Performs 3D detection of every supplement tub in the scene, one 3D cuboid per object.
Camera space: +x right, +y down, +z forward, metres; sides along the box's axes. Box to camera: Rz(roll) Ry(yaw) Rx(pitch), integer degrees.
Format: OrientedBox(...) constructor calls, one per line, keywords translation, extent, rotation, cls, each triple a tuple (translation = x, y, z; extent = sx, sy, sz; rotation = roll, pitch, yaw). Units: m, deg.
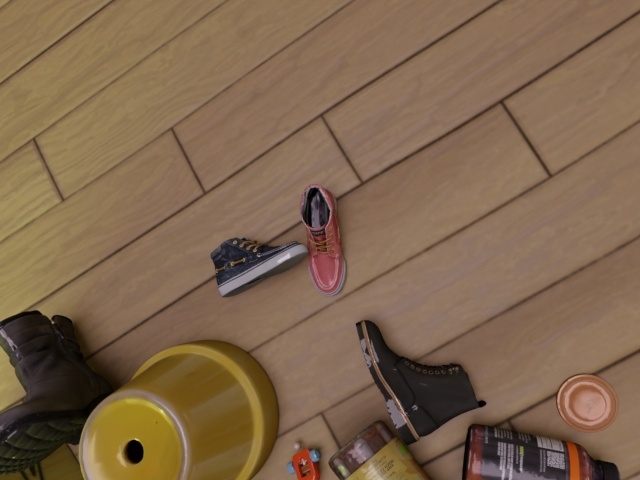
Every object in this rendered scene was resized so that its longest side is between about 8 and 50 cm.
OrientedBox(translation=(0.301, 0.326, 0.773), extent=(0.197, 0.106, 0.106), rotation=(8, 87, 14), cls="supplement tub")

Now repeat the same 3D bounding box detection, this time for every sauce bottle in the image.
OrientedBox(translation=(0.153, 0.421, 0.776), extent=(0.111, 0.111, 0.344), rotation=(-42, 72, 7), cls="sauce bottle")

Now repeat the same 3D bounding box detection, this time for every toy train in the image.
OrientedBox(translation=(-0.049, 0.407, 0.883), extent=(0.166, 0.046, 0.125), rotation=(-38, 54, 16), cls="toy train")

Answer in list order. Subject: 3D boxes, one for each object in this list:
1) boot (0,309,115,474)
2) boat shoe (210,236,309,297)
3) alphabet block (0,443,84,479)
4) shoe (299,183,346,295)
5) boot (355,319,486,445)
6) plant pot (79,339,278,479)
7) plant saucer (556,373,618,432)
OrientedBox(translation=(-0.437, 0.211, 0.843), extent=(0.118, 0.338, 0.223), rotation=(-37, 81, -9), cls="boot")
OrientedBox(translation=(-0.107, 0.023, 0.904), extent=(0.183, 0.065, 0.083), rotation=(-27, 77, 27), cls="boat shoe")
OrientedBox(translation=(-0.540, 0.424, 0.917), extent=(0.192, 0.197, 0.193), rotation=(-42, 77, 7), cls="alphabet block")
OrientedBox(translation=(0.000, 0.000, 0.888), extent=(0.063, 0.081, 0.178), rotation=(-6, 83, 13), cls="shoe")
OrientedBox(translation=(0.148, 0.191, 0.847), extent=(0.137, 0.077, 0.198), rotation=(-26, 93, 5), cls="boot")
OrientedBox(translation=(-0.217, 0.286, 0.833), extent=(0.254, 0.239, 0.254), rotation=(-1, 84, 14), cls="plant pot")
OrientedBox(translation=(0.388, 0.237, 0.808), extent=(0.083, 0.013, 0.084), rotation=(-1, 85, 14), cls="plant saucer")
